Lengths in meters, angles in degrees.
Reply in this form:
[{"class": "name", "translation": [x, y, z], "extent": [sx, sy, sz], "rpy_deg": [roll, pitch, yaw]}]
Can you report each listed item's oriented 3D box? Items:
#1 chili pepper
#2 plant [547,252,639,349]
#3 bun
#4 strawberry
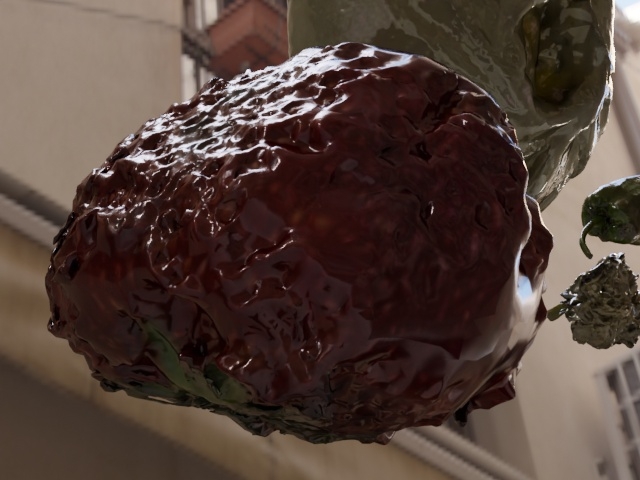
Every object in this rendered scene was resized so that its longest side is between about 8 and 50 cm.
[{"class": "chili pepper", "translation": [0.308, -0.029, 1.434], "extent": [0.204, 0.073, 0.072], "rpy_deg": [-2, -73, -43]}, {"class": "plant", "translation": [0.277, 0.063, 1.499], "extent": [0.122, 0.104, 0.116], "rpy_deg": [-10, -24, 38]}, {"class": "bun", "translation": [0.129, -0.179, 1.170], "extent": [0.219, 0.365, 0.365], "rpy_deg": [-2, -38, 35]}, {"class": "strawberry", "translation": [0.000, 0.000, 0.790], "extent": [0.274, 0.220, 0.274], "rpy_deg": [14, -11, 3]}]
